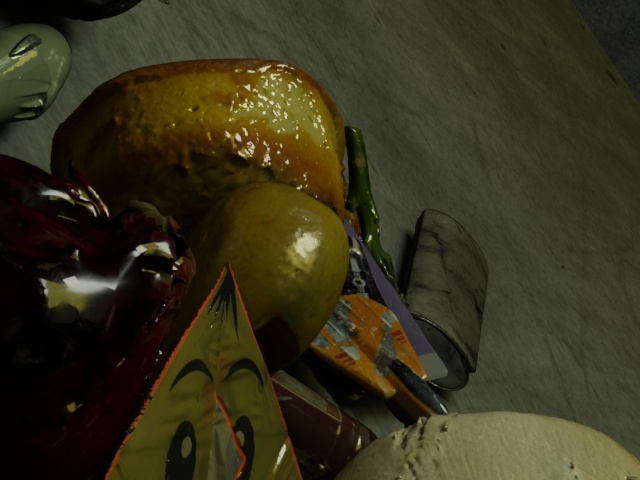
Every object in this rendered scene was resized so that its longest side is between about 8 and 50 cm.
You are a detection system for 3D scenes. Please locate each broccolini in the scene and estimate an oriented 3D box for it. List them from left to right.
[{"bbox_3d":[0.053,-0.019,1.951,0.058,0.067,0.216,-9,91,-49],"label":"broccolini"}]

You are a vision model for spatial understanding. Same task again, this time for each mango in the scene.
[{"bbox_3d":[-0.084,0.068,1.428,0.130,0.262,0.167,42,1,-19],"label":"mango"}]

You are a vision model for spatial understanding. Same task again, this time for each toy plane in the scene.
[{"bbox_3d":[0.040,0.115,1.711,0.204,0.103,0.316,-18,59,-40],"label":"toy plane"}]

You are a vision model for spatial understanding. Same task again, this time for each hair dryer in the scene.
[{"bbox_3d":[-0.331,-0.160,1.554,0.225,0.088,0.219,29,31,-16],"label":"hair dryer"}]

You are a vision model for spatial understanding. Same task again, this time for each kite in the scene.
[{"bbox_3d":[-0.083,0.177,1.284,0.377,0.013,0.327,14,83,-66],"label":"kite"}]

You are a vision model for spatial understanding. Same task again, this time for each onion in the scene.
[{"bbox_3d":[-0.239,0.049,1.190,0.281,0.281,0.221,53,-11,6],"label":"onion"}]

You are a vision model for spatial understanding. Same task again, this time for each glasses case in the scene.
[{"bbox_3d":[0.141,0.064,2.109,0.114,0.060,0.299,46,22,-13],"label":"glasses case"}]

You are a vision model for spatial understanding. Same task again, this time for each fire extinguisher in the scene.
[{"bbox_3d":[-0.060,0.122,1.583,0.252,0.075,0.106,37,66,-30],"label":"fire extinguisher"}]

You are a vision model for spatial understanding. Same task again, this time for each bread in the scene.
[{"bbox_3d":[-0.103,-0.041,1.567,0.268,0.268,0.146,33,30,-37],"label":"bread"}]

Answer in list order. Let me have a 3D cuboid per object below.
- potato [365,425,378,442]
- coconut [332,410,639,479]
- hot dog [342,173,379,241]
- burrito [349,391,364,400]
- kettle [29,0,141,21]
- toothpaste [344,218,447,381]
[{"bbox_3d":[0.040,0.202,1.720,0.083,0.040,0.051,48,32,1],"label":"potato"},{"bbox_3d":[0.138,0.314,1.350,0.346,0.346,0.360,45,17,-15],"label":"coconut"},{"bbox_3d":[0.019,-0.027,2.014,0.099,0.065,0.147,49,18,-30],"label":"hot dog"},{"bbox_3d":[0.041,0.118,1.860,0.051,0.042,0.171,44,25,-3],"label":"burrito"},{"bbox_3d":[-0.295,-0.360,1.785,0.324,0.228,0.321,47,-10,-22],"label":"kettle"},{"bbox_3d":[0.000,0.000,1.883,0.125,0.080,0.371,-8,56,-55],"label":"toothpaste"}]
